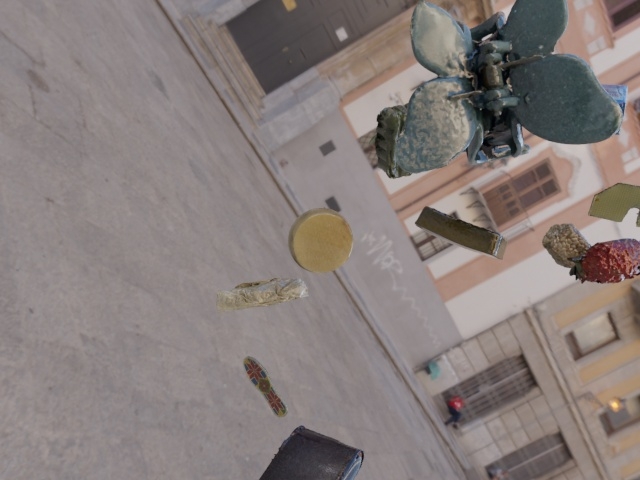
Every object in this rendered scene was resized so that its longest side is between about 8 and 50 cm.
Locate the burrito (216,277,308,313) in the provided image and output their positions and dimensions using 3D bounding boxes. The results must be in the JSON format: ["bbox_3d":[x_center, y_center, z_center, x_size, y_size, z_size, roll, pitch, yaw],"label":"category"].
[{"bbox_3d":[-0.248,0.225,2.109,0.076,0.391,0.117,131,-51,-76],"label":"burrito"}]

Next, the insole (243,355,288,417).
[{"bbox_3d":[-0.154,0.402,1.369,0.193,0.065,0.006,53,24,16],"label":"insole"}]

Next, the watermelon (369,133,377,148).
[{"bbox_3d":[0.320,-0.382,1.904,0.146,0.230,0.129,116,-25,-52],"label":"watermelon"}]

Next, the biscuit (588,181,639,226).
[{"bbox_3d":[1.110,-0.126,1.774,0.046,0.249,0.148,-22,124,-63],"label":"biscuit"}]

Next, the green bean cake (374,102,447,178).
[{"bbox_3d":[0.317,-0.348,1.694,0.132,0.254,0.241,-120,-158,-50],"label":"green bean cake"}]

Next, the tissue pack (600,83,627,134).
[{"bbox_3d":[1.019,-0.508,1.907,0.198,0.263,0.146,-52,142,-43],"label":"tissue pack"}]

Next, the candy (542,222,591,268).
[{"bbox_3d":[0.642,0.013,1.295,0.110,0.095,0.085,40,1,-10],"label":"candy"}]

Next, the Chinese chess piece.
[{"bbox_3d":[0.000,0.000,1.873,0.251,0.250,0.097,57,-4,-23],"label":"Chinese chess piece"}]

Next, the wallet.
[{"bbox_3d":[-0.039,0.611,1.264,0.262,0.220,0.072,-42,125,-39],"label":"wallet"}]

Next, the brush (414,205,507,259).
[{"bbox_3d":[0.327,-0.016,1.146,0.197,0.059,0.123,24,2,30],"label":"brush"}]

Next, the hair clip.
[{"bbox_3d":[0.332,-0.310,0.996,0.238,0.391,0.319,-19,99,-77],"label":"hair clip"}]

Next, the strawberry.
[{"bbox_3d":[0.684,0.058,1.160,0.140,0.192,0.085,122,-33,-51],"label":"strawberry"}]
